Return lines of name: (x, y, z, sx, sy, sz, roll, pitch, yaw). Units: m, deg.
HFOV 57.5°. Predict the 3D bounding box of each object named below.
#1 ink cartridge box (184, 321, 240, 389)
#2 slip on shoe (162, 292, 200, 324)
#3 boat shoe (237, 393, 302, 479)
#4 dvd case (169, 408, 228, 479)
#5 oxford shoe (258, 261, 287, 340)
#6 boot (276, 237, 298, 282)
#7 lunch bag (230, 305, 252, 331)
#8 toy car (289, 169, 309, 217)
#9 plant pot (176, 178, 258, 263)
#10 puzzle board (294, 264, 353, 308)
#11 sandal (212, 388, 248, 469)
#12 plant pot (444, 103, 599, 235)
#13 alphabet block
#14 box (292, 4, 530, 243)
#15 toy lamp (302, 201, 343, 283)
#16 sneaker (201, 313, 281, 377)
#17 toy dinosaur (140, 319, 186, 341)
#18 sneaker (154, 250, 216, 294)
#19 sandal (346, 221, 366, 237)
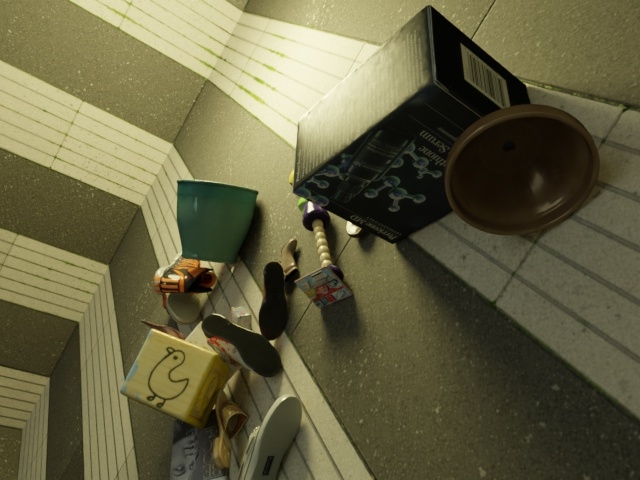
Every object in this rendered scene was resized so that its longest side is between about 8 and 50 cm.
ink cartridge box: (-0.357, 0.388, 1.719, 0.189, 0.066, 0.232, 40, 84, 15)
slip on shoe: (-0.513, 0.232, 2.118, 0.331, 0.123, 0.101, 35, 122, 59)
boat shoe: (-0.126, 0.475, 1.359, 0.088, 0.096, 0.267, 22, 96, 55)
dvd case: (-0.329, 0.572, 1.584, 0.165, 0.018, 0.221, -18, 47, 9)
oxford shoe: (-0.127, 0.167, 1.596, 0.076, 0.076, 0.212, 119, 156, -82)
boot: (-0.085, 0.061, 1.642, 0.118, 0.042, 0.087, -59, 37, 12)
lunch bag: (-0.232, 0.245, 1.718, 0.071, 0.053, 0.083, 31, 121, 59)
toy car: (-0.029, -0.157, 1.690, 0.239, 0.053, 0.224, -30, 45, 44)
plant pot: (-0.356, -0.056, 1.944, 0.272, 0.272, 0.255, 7, 89, 58)
puzzle board: (0.005, 0.116, 1.408, 0.128, 0.096, 0.011, -29, 19, 44)
sandal: (-0.228, 0.485, 1.536, 0.079, 0.088, 0.240, -19, 33, 7)
plant pot: (0.322, -0.131, 0.969, 0.237, 0.237, 0.109, -44, 24, 32)
alphabet block: (-0.386, 0.378, 1.582, 0.193, 0.197, 0.192, 77, -147, -67)
box: (0.176, -0.205, 1.175, 0.395, 0.294, 0.211, -33, 43, 43)
toy lamp: (0.000, 0.000, 1.512, 0.080, 0.080, 0.274, -45, 35, 30)
sneaker: (-0.203, 0.307, 1.599, 0.270, 0.145, 0.090, 27, 62, 27)
toy dinosaur: (-0.445, 0.362, 1.819, 0.200, 0.127, 0.295, -13, 99, 50)
sneaker: (-0.449, 0.126, 2.084, 0.321, 0.180, 0.124, -63, -23, -70)
sandal: (0.106, -0.112, 1.444, 0.090, 0.060, 0.219, 11, 78, 59)
